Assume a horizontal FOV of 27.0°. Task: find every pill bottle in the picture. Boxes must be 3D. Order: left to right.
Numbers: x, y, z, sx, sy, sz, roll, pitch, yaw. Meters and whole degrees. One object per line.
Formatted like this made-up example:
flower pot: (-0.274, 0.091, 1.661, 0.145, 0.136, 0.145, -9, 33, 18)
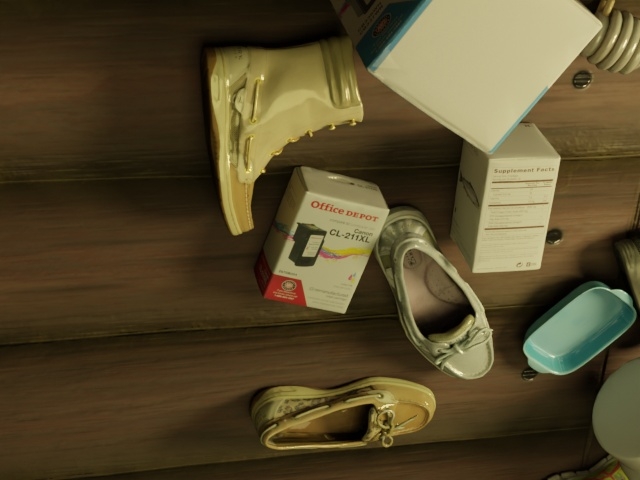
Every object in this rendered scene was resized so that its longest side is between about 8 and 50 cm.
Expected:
pill bottle: (0.593, 0.333, 2.080, 0.204, 0.204, 0.361, -44, 127, 14)

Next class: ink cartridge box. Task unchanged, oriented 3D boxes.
ink cartridge box: (0.000, 0.000, 1.815, 0.127, 0.072, 0.175, 12, 118, -20)
ink cartridge box: (0.155, -0.278, 1.563, 0.197, 0.270, 0.198, 31, 110, -27)

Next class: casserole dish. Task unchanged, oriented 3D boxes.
casserole dish: (0.386, 0.128, 2.004, 0.114, 0.037, 0.188, 33, 116, -28)

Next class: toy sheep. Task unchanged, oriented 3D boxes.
toy sheep: (0.389, -0.262, 1.744, 0.132, 0.091, 0.091, 23, 114, -6)

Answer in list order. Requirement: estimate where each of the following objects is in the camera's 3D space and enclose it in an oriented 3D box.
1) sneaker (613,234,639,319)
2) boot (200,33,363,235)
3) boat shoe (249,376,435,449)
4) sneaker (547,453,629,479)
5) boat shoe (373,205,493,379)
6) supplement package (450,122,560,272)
sneaker: (0.528, 0.077, 1.990, 0.130, 0.087, 0.227, -20, 119, 6)
boot: (-0.044, -0.135, 1.710, 0.203, 0.095, 0.262, -9, 119, -10)
boat shoe: (0.040, 0.271, 1.984, 0.285, 0.089, 0.104, -4, 122, -13)
sneaker: (0.469, 0.414, 2.181, 0.208, 0.094, 0.081, -21, 122, -2)
boat shoe: (0.167, 0.094, 1.898, 0.118, 0.103, 0.320, -26, 124, 2)
supplement package: (0.250, -0.059, 1.823, 0.105, 0.105, 0.179, -3, 121, -13)
